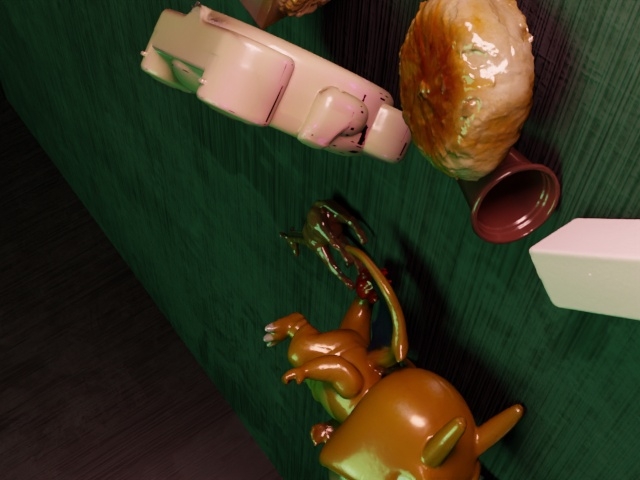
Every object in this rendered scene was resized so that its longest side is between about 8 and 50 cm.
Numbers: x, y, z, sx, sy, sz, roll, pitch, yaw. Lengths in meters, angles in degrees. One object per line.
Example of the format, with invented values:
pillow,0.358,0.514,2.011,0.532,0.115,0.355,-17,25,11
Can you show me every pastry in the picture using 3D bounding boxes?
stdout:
pastry,0.147,-0.163,1.078,0.192,0.093,0.182,116,143,-54

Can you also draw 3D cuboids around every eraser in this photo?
eraser,0.330,0.029,1.012,0.076,0.078,0.298,64,160,-13

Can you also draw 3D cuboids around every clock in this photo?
clock,-0.049,-0.192,1.325,0.310,0.114,0.284,19,-174,-33

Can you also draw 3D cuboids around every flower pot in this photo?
flower pot,0.200,-0.065,1.169,0.111,0.111,0.089,79,165,-44

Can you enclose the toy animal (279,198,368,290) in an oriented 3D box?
toy animal,0.000,0.000,1.773,0.229,0.066,0.224,46,154,34

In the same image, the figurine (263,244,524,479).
figurine,0.092,0.238,1.610,0.387,0.268,0.401,44,153,38

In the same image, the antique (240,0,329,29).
antique,-0.034,-0.354,1.234,0.148,0.147,0.152,56,161,5

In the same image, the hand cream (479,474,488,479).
hand cream,0.323,0.473,1.704,0.248,0.052,0.075,41,153,41
